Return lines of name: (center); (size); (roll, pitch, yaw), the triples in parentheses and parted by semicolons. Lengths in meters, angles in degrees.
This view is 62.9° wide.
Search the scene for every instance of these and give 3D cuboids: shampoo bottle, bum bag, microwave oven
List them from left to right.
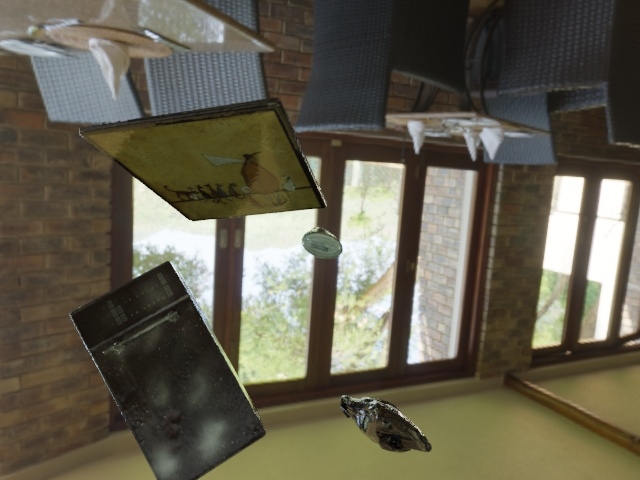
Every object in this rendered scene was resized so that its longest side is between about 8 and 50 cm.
microwave oven: (-0.341, 0.311, 1.240); (0.236, 0.432, 0.374); (-29, 175, -14)
shampoo bottle: (0.000, 0.000, 0.926); (0.069, 0.041, 0.191); (11, -175, -3)
bum bag: (0.102, 0.301, 0.864); (0.102, 0.069, 0.248); (25, 166, -6)

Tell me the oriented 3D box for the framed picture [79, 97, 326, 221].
framed picture: (-0.141, -0.097, 0.771); (0.255, 0.014, 0.339); (-6, 162, 8)
